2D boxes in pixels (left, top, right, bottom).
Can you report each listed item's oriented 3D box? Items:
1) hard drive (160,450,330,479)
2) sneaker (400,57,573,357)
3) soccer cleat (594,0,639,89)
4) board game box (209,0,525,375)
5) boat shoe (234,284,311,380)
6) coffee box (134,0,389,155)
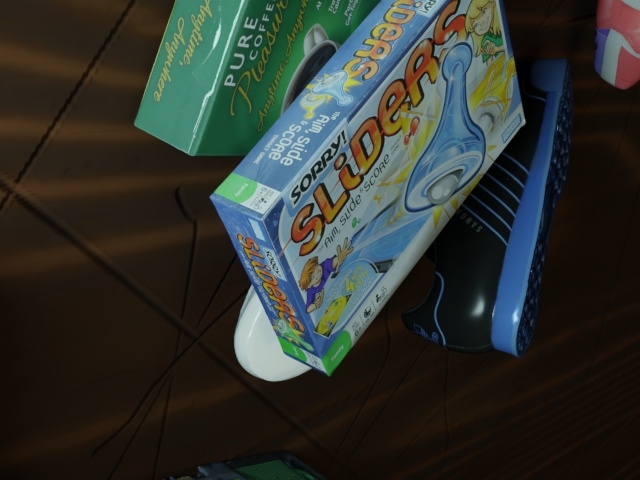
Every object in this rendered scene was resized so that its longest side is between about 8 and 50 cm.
[{"bbox_3d":[0.040,0.248,0.792,0.237,0.339,0.064,5,115,-63],"label":"hard drive"},{"bbox_3d":[0.122,-0.031,0.961,0.081,0.090,0.232,60,42,-60],"label":"sneaker"},{"bbox_3d":[0.323,-0.232,1.084,0.318,0.108,0.116,-36,154,-35],"label":"soccer cleat"},{"bbox_3d":[0.034,-0.045,0.706,0.201,0.035,0.136,-51,145,-23],"label":"board game box"},{"bbox_3d":[0.000,0.000,0.779,0.066,0.063,0.184,46,66,-36],"label":"boat shoe"},{"bbox_3d":[-0.010,-0.099,0.681,0.184,0.040,0.113,-8,123,-59],"label":"coffee box"}]
